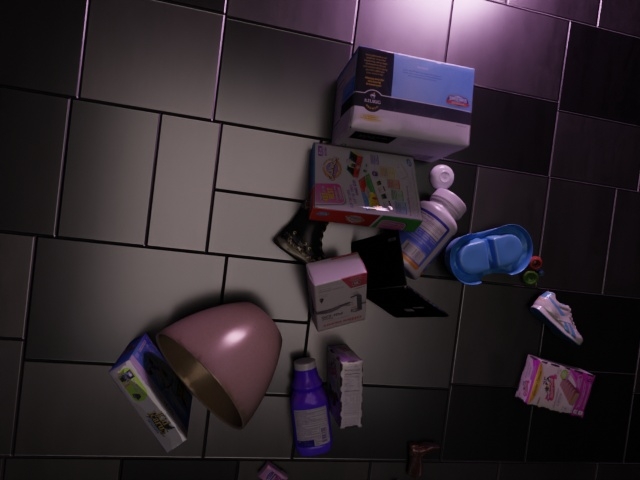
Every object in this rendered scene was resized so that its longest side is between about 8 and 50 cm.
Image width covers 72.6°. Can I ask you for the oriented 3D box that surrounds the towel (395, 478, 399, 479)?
[{"bbox_3d":[0.193,0.946,1.428,0.285,0.034,0.209,-34,100,-8],"label":"towel"}]

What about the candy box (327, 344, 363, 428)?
[{"bbox_3d":[0.070,0.431,1.310,0.070,0.165,0.196,0,93,-13],"label":"candy box"}]

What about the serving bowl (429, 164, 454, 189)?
[{"bbox_3d":[0.399,-0.206,1.416,0.084,0.027,0.083,0,92,-12],"label":"serving bowl"}]

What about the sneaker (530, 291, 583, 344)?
[{"bbox_3d":[0.831,0.273,1.499,0.229,0.087,0.092,43,82,-12],"label":"sneaker"}]

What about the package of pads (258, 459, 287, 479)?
[{"bbox_3d":[-0.148,0.726,1.348,0.083,0.032,0.050,40,87,-11],"label":"package of pads"}]

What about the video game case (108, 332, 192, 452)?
[{"bbox_3d":[-0.434,0.386,1.151,0.061,0.269,0.244,-32,99,-11],"label":"video game case"}]

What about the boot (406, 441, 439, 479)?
[{"bbox_3d":[0.341,0.732,1.445,0.107,0.037,0.114,1,89,1],"label":"boot"}]

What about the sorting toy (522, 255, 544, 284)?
[{"bbox_3d":[0.730,0.102,1.497,0.061,0.042,0.101,16,102,3],"label":"sorting toy"}]

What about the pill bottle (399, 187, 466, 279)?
[{"bbox_3d":[0.321,-0.026,1.346,0.152,0.152,0.272,42,84,-11],"label":"pill bottle"}]

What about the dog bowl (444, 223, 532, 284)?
[{"bbox_3d":[0.546,0.043,1.435,0.298,0.074,0.165,-13,95,-10],"label":"dog bowl"}]

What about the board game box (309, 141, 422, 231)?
[{"bbox_3d":[0.127,-0.158,1.276,0.317,0.064,0.242,7,58,-10],"label":"board game box"}]

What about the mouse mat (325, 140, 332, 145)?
[{"bbox_3d":[0.114,-0.243,1.367,0.153,0.007,0.189,-27,98,-9],"label":"mouse mat"}]

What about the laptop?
[{"bbox_3d":[0.228,0.112,1.300,0.265,0.234,0.136,35,66,-20],"label":"laptop"}]

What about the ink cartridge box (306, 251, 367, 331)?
[{"bbox_3d":[0.048,0.154,1.273,0.159,0.092,0.217,-13,135,-10],"label":"ink cartridge box"}]

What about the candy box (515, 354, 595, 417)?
[{"bbox_3d":[0.816,0.506,1.514,0.234,0.071,0.159,17,90,-11],"label":"candy box"}]

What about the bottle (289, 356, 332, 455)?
[{"bbox_3d":[-0.034,0.503,1.329,0.118,0.092,0.282,-7,94,-7],"label":"bottle"}]

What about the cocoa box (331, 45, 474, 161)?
[{"bbox_3d":[0.229,-0.382,1.266,0.348,0.231,0.227,6,88,-12],"label":"cocoa box"}]

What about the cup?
[{"bbox_3d":[-0.244,0.303,1.189,0.237,0.331,0.331,-41,101,-33],"label":"cup"}]

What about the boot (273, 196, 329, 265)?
[{"bbox_3d":[0.000,-0.001,1.317,0.237,0.085,0.178,34,83,-13],"label":"boot"}]
